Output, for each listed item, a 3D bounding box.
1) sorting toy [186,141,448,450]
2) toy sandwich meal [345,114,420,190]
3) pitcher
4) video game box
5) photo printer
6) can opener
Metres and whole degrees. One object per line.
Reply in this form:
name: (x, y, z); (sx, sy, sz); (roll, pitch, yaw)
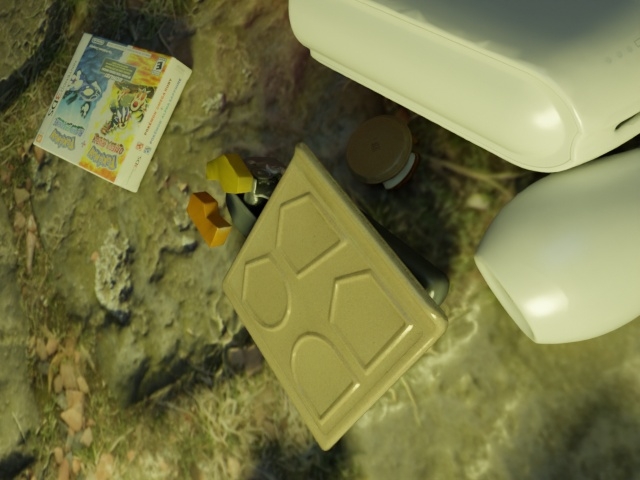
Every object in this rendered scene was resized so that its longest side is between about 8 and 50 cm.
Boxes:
sorting toy: (-0.027, 0.022, 0.559); (0.307, 0.041, 0.229); (53, 133, 25)
toy sandwich meal: (0.066, -0.092, 0.603); (0.085, 0.029, 0.085); (-10, 70, 30)
pitcher: (0.221, -0.027, 0.462); (0.207, 0.125, 0.178); (-34, 42, 5)
video game box: (-0.300, -0.187, 0.809); (0.205, 0.048, 0.187); (23, 91, 31)
photo printer: (0.163, -0.198, 0.483); (0.256, 0.107, 0.307); (-40, 57, -20)
can opener: (0.000, 0.000, 0.602); (0.283, 0.076, 0.095); (40, 129, 29)
